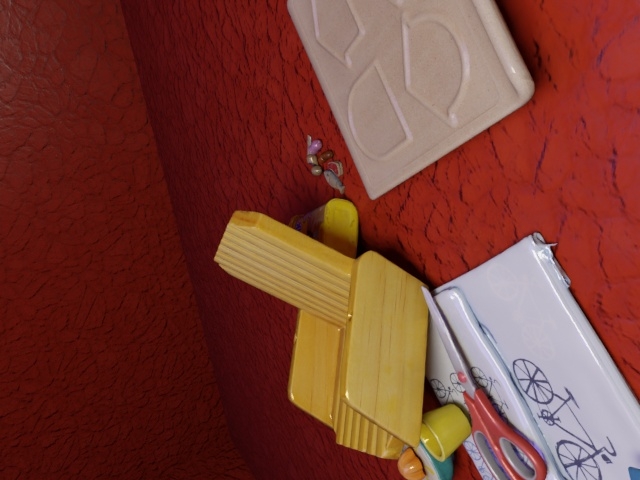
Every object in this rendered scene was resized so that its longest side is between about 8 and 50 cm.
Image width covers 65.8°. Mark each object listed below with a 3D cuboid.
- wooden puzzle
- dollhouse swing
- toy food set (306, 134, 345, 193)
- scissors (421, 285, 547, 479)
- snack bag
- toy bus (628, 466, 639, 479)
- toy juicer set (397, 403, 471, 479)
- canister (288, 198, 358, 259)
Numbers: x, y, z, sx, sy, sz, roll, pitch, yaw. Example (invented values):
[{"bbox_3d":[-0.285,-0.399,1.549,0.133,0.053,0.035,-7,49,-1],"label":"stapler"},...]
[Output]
[{"bbox_3d":[0.089,-0.247,0.601,0.322,0.080,0.348,67,158,4],"label":"wooden puzzle"},{"bbox_3d":[-0.041,0.162,0.815,0.347,0.304,0.316,138,142,-66],"label":"dollhouse swing"},{"bbox_3d":[0.003,-0.141,0.894,0.122,0.019,0.078,44,144,41],"label":"toy food set"},{"bbox_3d":[0.202,0.209,0.690,0.297,0.021,0.109,58,154,20],"label":"scissors"},{"bbox_3d":[0.251,0.193,0.650,0.323,0.037,0.342,63,153,12],"label":"snack bag"},{"bbox_3d":[0.372,0.259,0.391,0.202,0.104,0.191,133,156,-60],"label":"toy bus"},{"bbox_3d":[0.152,0.345,0.855,0.209,0.089,0.329,47,154,45],"label":"toy juicer set"},{"bbox_3d":[0.000,0.000,0.914,0.170,0.073,0.126,-23,61,62],"label":"canister"}]
